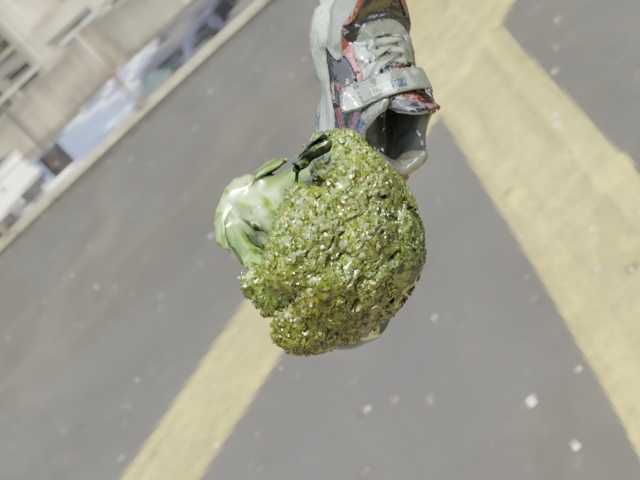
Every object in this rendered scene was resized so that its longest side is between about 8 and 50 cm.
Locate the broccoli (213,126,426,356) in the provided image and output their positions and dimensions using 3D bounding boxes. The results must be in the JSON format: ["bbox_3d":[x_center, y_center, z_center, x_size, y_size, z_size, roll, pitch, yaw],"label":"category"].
[{"bbox_3d":[0.000,0.000,0.769,0.131,0.120,0.130,-7,-64,-62],"label":"broccoli"}]

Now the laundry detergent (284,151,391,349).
[{"bbox_3d":[0.018,0.019,1.037,0.063,0.211,0.137,-4,68,14],"label":"laundry detergent"}]

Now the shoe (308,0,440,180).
[{"bbox_3d":[0.056,-0.148,1.301,0.099,0.227,0.125,-8,20,-24],"label":"shoe"}]
